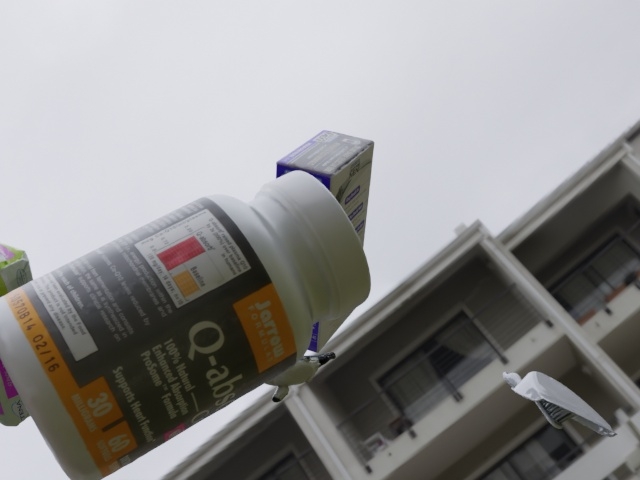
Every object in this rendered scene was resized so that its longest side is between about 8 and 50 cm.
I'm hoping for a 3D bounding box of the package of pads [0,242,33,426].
[{"bbox_3d":[-0.493,0.091,1.068,0.101,0.297,0.229,-40,-45,-48],"label":"package of pads"}]

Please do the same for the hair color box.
[{"bbox_3d":[0.000,0.000,1.408,0.185,0.110,0.338,-43,-35,-55],"label":"hair color box"}]

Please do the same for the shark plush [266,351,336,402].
[{"bbox_3d":[-0.042,0.194,1.316,0.161,0.067,0.073,-22,-62,-32],"label":"shark plush"}]

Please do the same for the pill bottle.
[{"bbox_3d":[-0.108,0.059,0.662,0.279,0.162,0.162,-29,-33,-19],"label":"pill bottle"}]

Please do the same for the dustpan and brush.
[{"bbox_3d":[0.335,0.236,1.238,0.147,0.211,0.060,27,-77,-19],"label":"dustpan and brush"}]
